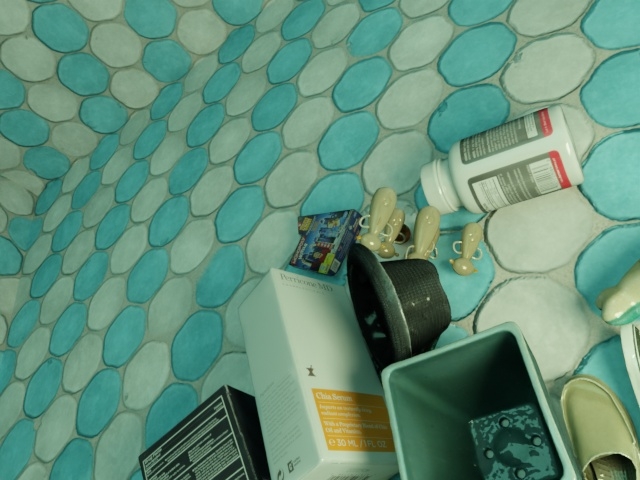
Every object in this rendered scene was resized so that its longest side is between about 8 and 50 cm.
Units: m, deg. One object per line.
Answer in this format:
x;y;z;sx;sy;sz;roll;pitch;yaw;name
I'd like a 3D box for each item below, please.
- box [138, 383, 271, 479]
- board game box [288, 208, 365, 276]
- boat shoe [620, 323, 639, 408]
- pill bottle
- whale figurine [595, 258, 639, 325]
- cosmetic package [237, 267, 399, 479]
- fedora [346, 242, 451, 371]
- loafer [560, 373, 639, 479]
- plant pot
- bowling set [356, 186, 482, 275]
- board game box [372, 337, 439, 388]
-0.227;0.548;1.199;0.296;0.182;0.294;-40;46;8;box
0.000;0.000;1.463;0.194;0.060;0.194;11;70;43;board game box
0.551;0.238;0.862;0.070;0.077;0.220;-20;60;29;boat shoe
0.393;-0.161;1.170;0.318;0.176;0.176;-18;53;29;pill bottle
0.605;0.073;0.874;0.272;0.216;0.141;-38;87;22;whale figurine
-0.011;0.294;1.137;0.161;0.230;0.453;-50;41;29;cosmetic package
0.168;0.134;1.079;0.152;0.334;0.334;-16;47;-8;fedora
0.462;0.338;0.849;0.101;0.092;0.269;-26;49;23;loafer
0.285;0.325;0.885;0.247;0.252;0.247;-26;50;23;plant pot
0.215;0.014;1.234;0.286;0.200;0.154;21;71;-1;bowling set
0.180;0.258;1.175;0.126;0.026;0.186;16;74;44;board game box
